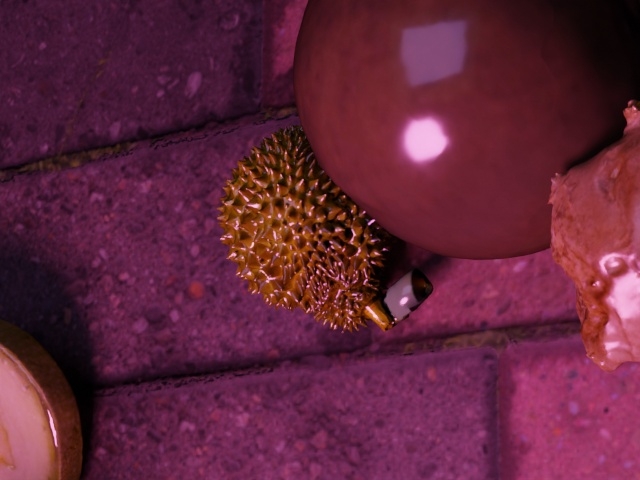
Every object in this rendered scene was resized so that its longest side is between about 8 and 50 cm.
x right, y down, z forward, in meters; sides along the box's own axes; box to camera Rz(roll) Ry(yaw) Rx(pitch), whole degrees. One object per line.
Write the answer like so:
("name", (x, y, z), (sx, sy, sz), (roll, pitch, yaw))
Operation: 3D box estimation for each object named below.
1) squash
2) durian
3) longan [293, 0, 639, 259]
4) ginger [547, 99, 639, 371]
("squash", (-0.351, 0.195, 1.667), (0.252, 0.049, 0.252), (6, 105, 25))
("durian", (-0.007, -0.007, 1.478), (0.146, 0.198, 0.159), (-29, 34, 12))
("longan", (0.129, -0.139, 1.339), (0.319, 0.319, 0.318), (-10, 72, 32))
("ginger", (0.336, -0.018, 1.132), (0.375, 0.166, 0.236), (-24, 72, 40))
